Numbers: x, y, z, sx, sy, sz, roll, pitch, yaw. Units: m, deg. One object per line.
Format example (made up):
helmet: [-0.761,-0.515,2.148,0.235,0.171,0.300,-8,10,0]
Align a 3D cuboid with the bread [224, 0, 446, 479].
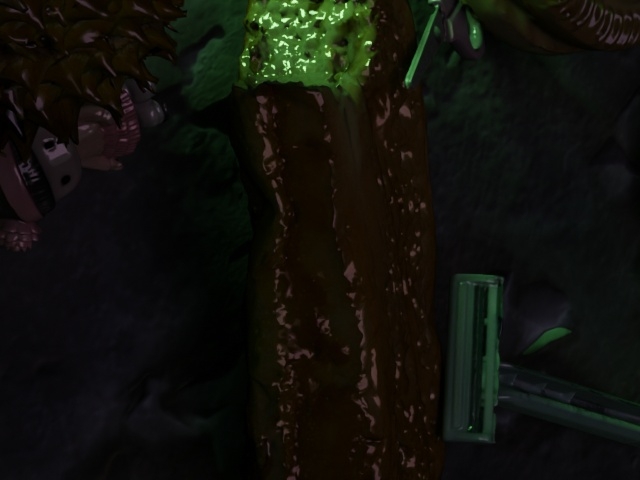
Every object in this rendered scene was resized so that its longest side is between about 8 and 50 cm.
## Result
bread: [0.000,0.000,1.020,0.185,0.109,0.380,-24,111,-65]

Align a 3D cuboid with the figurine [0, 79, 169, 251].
figurine: [-0.150,-0.052,0.982,0.129,0.054,0.072,-38,129,-31]

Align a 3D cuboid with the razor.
razor: [0.164,0.111,1.177,0.278,0.056,0.111,24,64,-50]

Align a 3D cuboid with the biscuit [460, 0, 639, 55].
biscuit: [0.174,-0.246,1.126,0.259,0.079,0.259,-5,96,-45]

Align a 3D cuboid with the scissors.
scissors: [0.075,-0.137,1.070,0.100,0.015,0.189,67,26,-23]

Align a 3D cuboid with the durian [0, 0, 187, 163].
durian: [-0.220,-0.187,0.774,0.384,0.347,0.348,-21,110,-62]
